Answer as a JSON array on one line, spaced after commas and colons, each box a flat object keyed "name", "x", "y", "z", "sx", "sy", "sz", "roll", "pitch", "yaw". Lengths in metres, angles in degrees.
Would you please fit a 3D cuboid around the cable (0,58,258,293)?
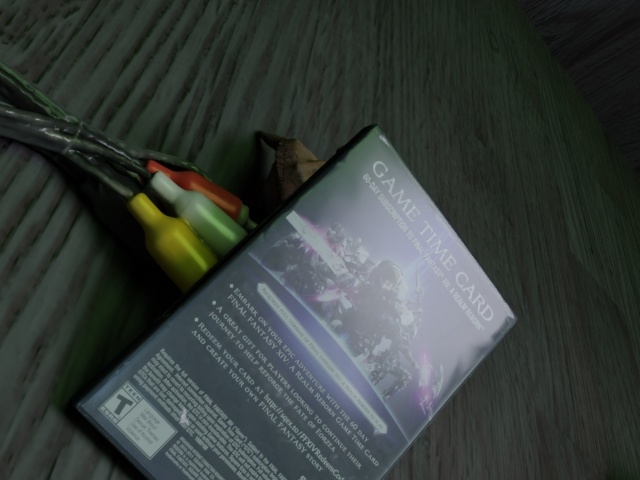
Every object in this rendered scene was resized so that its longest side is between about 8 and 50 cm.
[{"name": "cable", "x": -0.146, "y": -0.065, "z": 0.505, "sx": 0.287, "sy": 0.072, "sz": 0.139, "roll": 46, "pitch": 29, "yaw": -24}]

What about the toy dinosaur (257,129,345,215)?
[{"name": "toy dinosaur", "x": 0.000, "y": 0.000, "z": 0.627, "sx": 0.200, "sy": 0.127, "sz": 0.295, "roll": -8, "pitch": 67, "yaw": -50}]

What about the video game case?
[{"name": "video game case", "x": 0.002, "y": 0.079, "z": 0.500, "sx": 0.274, "sy": 0.026, "sz": 0.196, "roll": -45, "pitch": 108, "yaw": -20}]
